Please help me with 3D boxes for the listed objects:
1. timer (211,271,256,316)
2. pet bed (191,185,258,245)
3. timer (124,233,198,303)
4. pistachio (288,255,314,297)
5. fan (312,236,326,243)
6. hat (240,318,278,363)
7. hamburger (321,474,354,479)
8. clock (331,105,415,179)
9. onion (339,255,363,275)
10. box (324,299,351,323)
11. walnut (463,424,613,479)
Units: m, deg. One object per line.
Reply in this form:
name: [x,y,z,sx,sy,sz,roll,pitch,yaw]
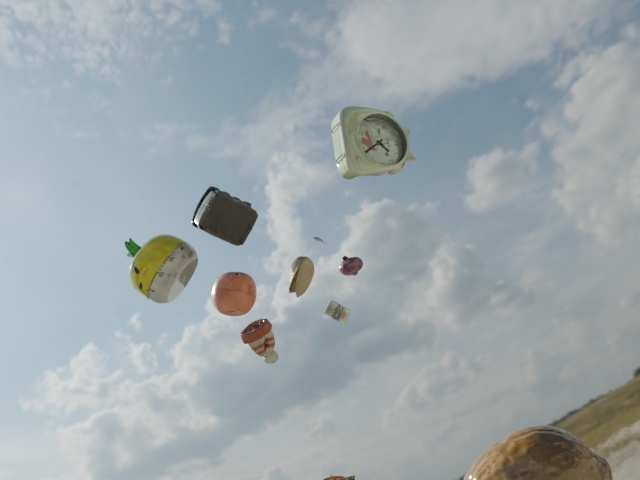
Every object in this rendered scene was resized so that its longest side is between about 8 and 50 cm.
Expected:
timer: [-0.442,0.270,2.597,0.229,0.215,0.230,1,-26,0]
pet bed: [-0.376,-0.092,1.991,0.210,0.159,0.183,25,-87,-28]
timer: [-0.637,0.084,1.941,0.284,0.285,0.285,-18,-32,-11]
pistachio: [-0.103,0.181,2.597,0.152,0.126,0.223,-32,-39,-62]
fan: [0.000,0.000,2.504,0.056,0.083,0.004,-4,-63,-59]
hat: [-0.188,0.347,1.691,0.112,0.093,0.163,-28,-74,-3]
hamburger: [0.045,0.861,1.696,0.189,0.093,0.164,-7,3,23]
clock: [0.208,-0.360,1.917,0.323,0.266,0.108,-1,-16,-24]
onion: [0.137,0.112,2.311,0.115,0.105,0.115,-33,-16,-11]
box: [0.061,0.255,1.804,0.054,0.083,0.024,-63,-13,4]
walnut: [0.587,0.689,1.358,0.397,0.354,0.308,-31,12,10]
